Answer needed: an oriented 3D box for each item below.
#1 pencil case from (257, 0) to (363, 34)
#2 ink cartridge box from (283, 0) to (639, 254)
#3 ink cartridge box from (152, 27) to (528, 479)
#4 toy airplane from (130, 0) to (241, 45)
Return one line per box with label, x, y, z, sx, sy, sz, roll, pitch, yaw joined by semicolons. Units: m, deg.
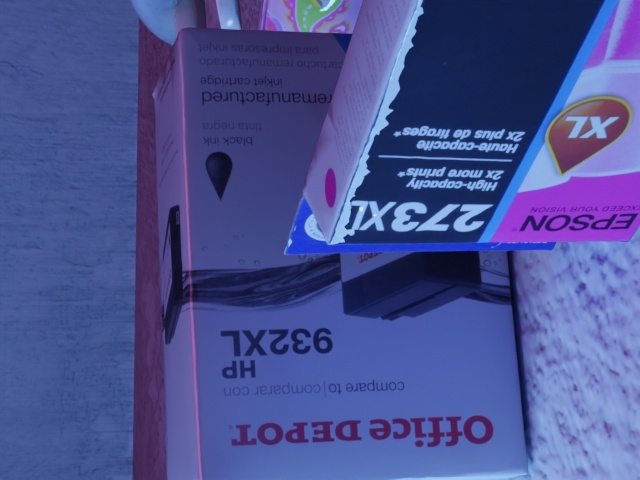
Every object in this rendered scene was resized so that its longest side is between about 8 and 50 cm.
pencil case;-0.010;-0.199;1.170;0.284;0.124;0.124;108;157;-52
ink cartridge box;0.102;-0.079;0.625;0.371;0.176;0.069;111;154;-54
ink cartridge box;0.007;0.021;0.898;0.129;0.223;0.307;137;131;-70
toy airplane;-0.172;-0.406;1.486;0.386;0.272;0.384;-128;40;-67
